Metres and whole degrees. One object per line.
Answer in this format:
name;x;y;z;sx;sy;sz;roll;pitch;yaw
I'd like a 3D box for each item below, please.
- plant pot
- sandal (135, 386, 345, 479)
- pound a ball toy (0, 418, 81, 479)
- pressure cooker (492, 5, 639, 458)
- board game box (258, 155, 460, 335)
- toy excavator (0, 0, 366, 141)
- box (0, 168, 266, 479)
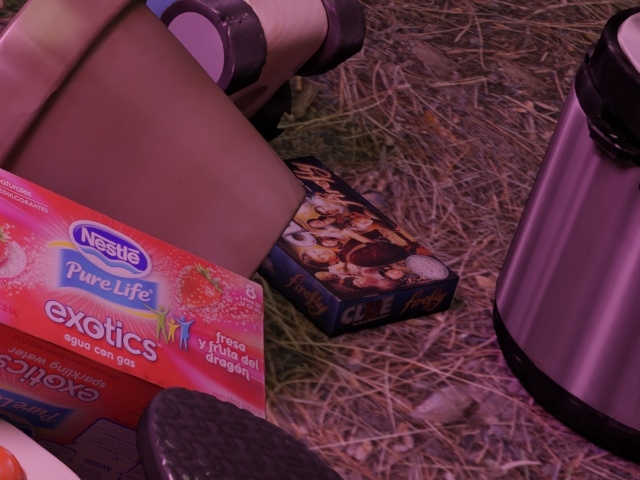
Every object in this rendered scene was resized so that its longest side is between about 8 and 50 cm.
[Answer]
plant pot;-0.179;-0.043;1.606;0.280;0.323;0.323;36;29;-3
sandal;0.022;0.284;1.262;0.446;0.107;0.167;44;25;6
pound a ball toy;-0.243;0.230;1.217;0.208;0.136;0.319;32;32;26
pressure cooker;0.382;-0.034;1.726;0.375;0.420;0.370;7;29;-19
board game box;0.000;0.000;1.849;0.165;0.042;0.243;-11;39;-41
toy excavator;-0.229;-0.273;1.980;0.222;0.433;0.445;-20;74;-48
box;-0.202;0.072;1.375;0.300;0.154;0.142;25;43;-29
